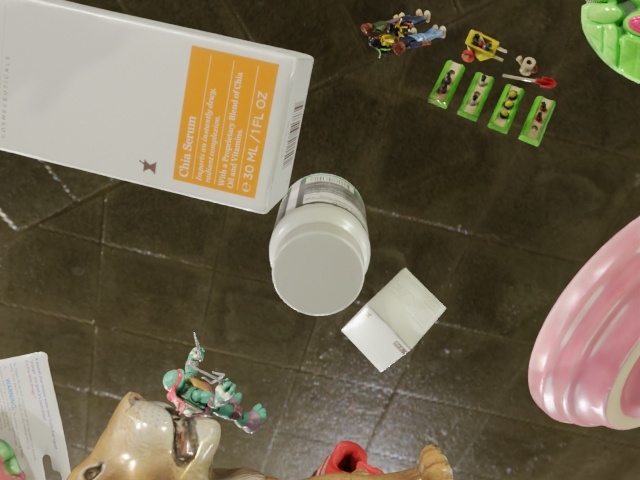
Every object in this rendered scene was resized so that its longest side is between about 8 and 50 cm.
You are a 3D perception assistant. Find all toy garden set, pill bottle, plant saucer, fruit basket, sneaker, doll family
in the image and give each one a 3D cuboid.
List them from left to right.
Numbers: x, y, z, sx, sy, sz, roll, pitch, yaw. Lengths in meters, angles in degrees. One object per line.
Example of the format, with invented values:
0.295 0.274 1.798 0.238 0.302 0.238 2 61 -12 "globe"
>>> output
-0.471 0.327 0.818 0.353 0.165 0.326 -13 89 2 "fruit basket"
0.000 0.000 1.343 0.204 0.361 0.204 1 111 2 "pill bottle"
0.042 0.340 0.802 0.107 0.279 0.118 27 96 -16 "sneaker"
0.151 -0.400 1.248 0.111 0.193 0.076 -22 109 -24 "doll family"
0.377 -0.333 1.345 0.244 0.203 0.049 24 159 9 "toy garden set"
0.399 0.102 0.754 0.332 0.084 0.332 -17 129 -22 "plant saucer"
0.724 -0.356 1.245 0.483 0.202 0.185 27 108 5 "sneaker"

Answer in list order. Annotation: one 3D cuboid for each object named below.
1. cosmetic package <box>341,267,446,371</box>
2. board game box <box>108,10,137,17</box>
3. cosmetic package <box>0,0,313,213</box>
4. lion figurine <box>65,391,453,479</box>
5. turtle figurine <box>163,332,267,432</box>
0.184 0.199 1.621 0.151 0.184 0.151 46 139 8 "cosmetic package"
-0.384 -0.377 1.213 0.043 0.181 0.092 39 84 -41 "board game box"
-0.260 -0.212 0.966 0.454 0.161 0.230 13 107 5 "cosmetic package"
-0.046 0.215 0.434 0.240 0.142 0.392 -5 150 -11 "lion figurine"
-0.206 0.266 1.155 0.118 0.175 0.234 -45 132 -5 "turtle figurine"
